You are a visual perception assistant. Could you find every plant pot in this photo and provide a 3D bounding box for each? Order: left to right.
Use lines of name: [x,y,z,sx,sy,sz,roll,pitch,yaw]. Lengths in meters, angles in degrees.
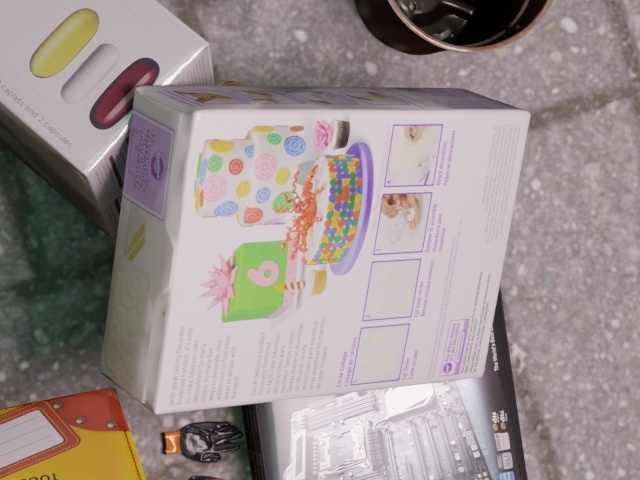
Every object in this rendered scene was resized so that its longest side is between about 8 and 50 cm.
plant pot: [0.110,-0.240,1.620,0.167,0.165,0.167,0,88,-13]

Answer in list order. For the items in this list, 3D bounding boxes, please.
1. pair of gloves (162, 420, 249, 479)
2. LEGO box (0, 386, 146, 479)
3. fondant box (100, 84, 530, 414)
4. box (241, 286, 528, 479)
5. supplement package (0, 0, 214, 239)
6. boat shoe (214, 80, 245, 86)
pair of gloves: [-0.103,0.205,1.630,0.074,0.010,0.083,-8,87,-12]
LEGO box: [-0.370,0.352,1.380,0.500,0.193,0.372,-10,126,-13]
fondant box: [0.000,0.000,1.446,0.330,0.096,0.238,-3,110,-37]
box: [0.050,0.134,1.635,0.242,0.076,0.307,-7,90,-13]
supplement package: [-0.228,-0.158,1.483,0.262,0.204,0.145,40,79,8]
boat shoe: [-0.132,-0.079,1.611,0.170,0.059,0.063,-41,114,-9]
